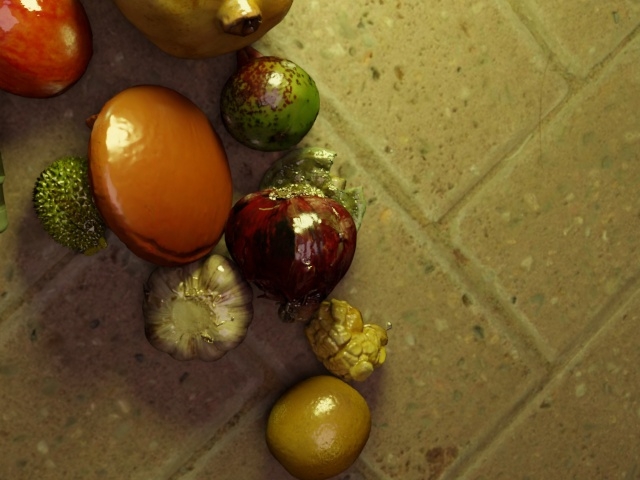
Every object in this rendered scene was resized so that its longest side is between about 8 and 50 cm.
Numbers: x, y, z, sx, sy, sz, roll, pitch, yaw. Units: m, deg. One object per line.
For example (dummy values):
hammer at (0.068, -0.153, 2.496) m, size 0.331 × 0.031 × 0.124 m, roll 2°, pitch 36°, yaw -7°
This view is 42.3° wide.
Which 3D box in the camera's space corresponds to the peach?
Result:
peach at (-0.555, -0.402, 1.545) m, size 0.281 × 0.238 × 0.281 m, roll 23°, pitch 52°, yaw -33°

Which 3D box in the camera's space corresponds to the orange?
orange at (-0.005, 0.408, 1.798) m, size 0.236 × 0.236 × 0.236 m, roll -2°, pitch 97°, yaw -15°

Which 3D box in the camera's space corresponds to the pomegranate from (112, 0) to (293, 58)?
pomegranate at (-0.220, -0.522, 1.530) m, size 0.417 × 0.416 × 0.416 m, roll -2°, pitch 97°, yaw -15°

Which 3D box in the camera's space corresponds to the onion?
onion at (-0.068, 0.005, 1.665) m, size 0.281 × 0.221 × 0.281 m, roll 4°, pitch 103°, yaw 16°

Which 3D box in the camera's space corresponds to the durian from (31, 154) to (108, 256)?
durian at (-0.492, -0.073, 1.641) m, size 0.159 × 0.146 × 0.198 m, roll 7°, pitch 85°, yaw -12°

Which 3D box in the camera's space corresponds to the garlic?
garlic at (-0.252, 0.136, 1.733) m, size 0.245 × 0.160 × 0.245 m, roll 1°, pitch 101°, yaw 7°

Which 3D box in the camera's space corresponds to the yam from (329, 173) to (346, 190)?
yam at (0.000, 0.000, 1.834) m, size 0.066 × 0.066 × 0.299 m, roll 10°, pitch 95°, yaw -17°

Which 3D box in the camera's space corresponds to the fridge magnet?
fridge magnet at (-0.311, -0.126, 1.625) m, size 0.363 × 0.155 × 0.363 m, roll 20°, pitch 65°, yaw -50°

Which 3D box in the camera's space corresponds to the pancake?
pancake at (-0.027, -0.073, 1.784) m, size 0.253 × 0.037 × 0.253 m, roll 0°, pitch 93°, yaw 8°

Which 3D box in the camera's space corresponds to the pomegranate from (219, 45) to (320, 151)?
pomegranate at (-0.116, -0.308, 1.710) m, size 0.214 × 0.214 × 0.248 m, roll -17°, pitch 68°, yaw -13°

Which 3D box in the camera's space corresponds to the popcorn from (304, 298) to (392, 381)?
popcorn at (0.056, 0.233, 1.836) m, size 0.194 × 0.140 × 0.163 m, roll 33°, pitch 51°, yaw -27°

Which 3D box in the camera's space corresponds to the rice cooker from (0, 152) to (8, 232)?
rice cooker at (-0.734, -0.109, 1.476) m, size 0.335 × 0.335 × 0.325 m, roll -8°, pitch 97°, yaw -15°
